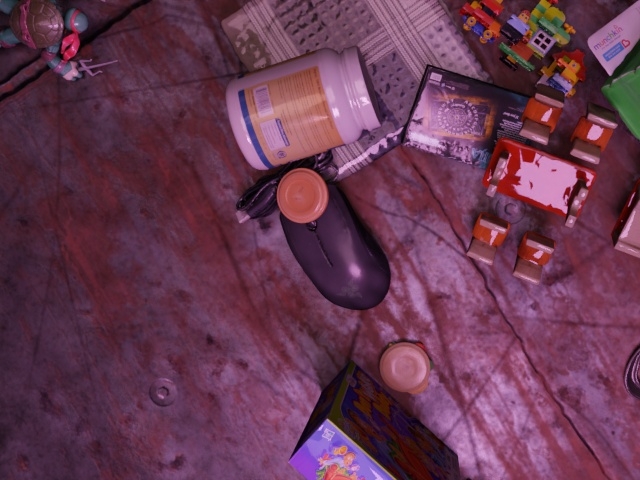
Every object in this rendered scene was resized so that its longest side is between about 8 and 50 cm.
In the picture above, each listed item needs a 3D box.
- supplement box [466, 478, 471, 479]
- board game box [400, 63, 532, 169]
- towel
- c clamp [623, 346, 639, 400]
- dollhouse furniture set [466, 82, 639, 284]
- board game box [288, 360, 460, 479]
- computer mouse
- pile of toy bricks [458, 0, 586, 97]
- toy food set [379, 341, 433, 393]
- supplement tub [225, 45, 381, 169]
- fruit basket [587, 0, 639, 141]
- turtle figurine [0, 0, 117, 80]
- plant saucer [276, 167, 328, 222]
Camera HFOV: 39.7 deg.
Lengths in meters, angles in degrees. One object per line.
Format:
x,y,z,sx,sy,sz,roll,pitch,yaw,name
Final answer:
0.169,0.490,1.372,0.239,0.130,0.073,-44,89,9,supplement box
0.228,-0.177,1.331,0.186,0.026,0.126,16,110,-6,board game box
0.052,-0.294,1.370,0.312,0.056,0.324,-33,92,11,towel
0.550,0.192,1.357,0.161,0.022,0.137,6,100,5,c clamp
0.370,-0.071,1.297,0.259,0.135,0.262,22,116,7,dollhouse furniture set
0.090,0.310,1.257,0.233,0.347,0.078,42,98,2,board game box
0.000,0.000,1.368,0.188,0.072,0.272,-36,92,22,computer mouse
0.316,-0.308,1.297,0.212,0.118,0.105,38,88,-2,pile of toy bricks
0.136,0.200,1.407,0.083,0.020,0.082,13,96,6,toy food set
-0.023,-0.195,1.292,0.200,0.144,0.144,-16,93,11,supplement tub
0.583,-0.241,1.252,0.353,0.165,0.327,-39,92,-22,fruit basket
-0.437,-0.346,1.392,0.234,0.118,0.175,6,96,12,turtle figurine
-0.028,-0.068,1.336,0.083,0.013,0.083,1,93,22,plant saucer
